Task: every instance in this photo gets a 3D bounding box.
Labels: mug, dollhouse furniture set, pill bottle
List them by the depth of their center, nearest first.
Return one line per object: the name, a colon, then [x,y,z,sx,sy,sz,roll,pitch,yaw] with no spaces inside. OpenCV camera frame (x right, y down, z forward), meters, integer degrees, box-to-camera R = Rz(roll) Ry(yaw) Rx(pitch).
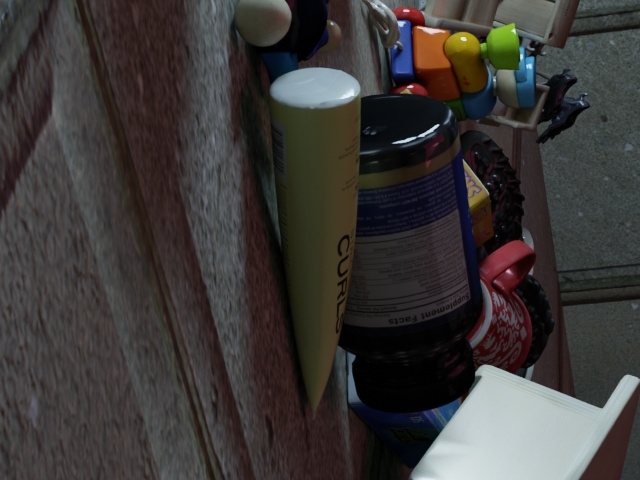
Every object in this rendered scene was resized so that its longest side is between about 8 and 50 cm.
pill bottle: [0.055,0.012,1.367,0.123,0.123,0.219,-73,155,-64]
mug: [0.144,0.064,1.829,0.169,0.113,0.150,31,68,-71]
dollhouse furniture set: [0.136,-0.300,2.140,0.355,0.174,0.303,3,107,-52]

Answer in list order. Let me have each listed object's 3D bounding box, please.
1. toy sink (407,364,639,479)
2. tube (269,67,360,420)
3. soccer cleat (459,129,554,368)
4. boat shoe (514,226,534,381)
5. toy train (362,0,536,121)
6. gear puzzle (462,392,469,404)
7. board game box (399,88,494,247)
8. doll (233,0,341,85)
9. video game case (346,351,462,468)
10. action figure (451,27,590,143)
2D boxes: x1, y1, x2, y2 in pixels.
toy sink: [0.165,0.211,1.578,0.234,0.131,0.152,-46,150,-46]
tube: [0.000,0.000,1.263,0.070,0.062,0.240,-24,128,-34]
soccer cleat: [0.162,0.011,1.986,0.108,0.116,0.318,-53,139,-31]
boat shoe: [0.234,0.093,2.402,0.081,0.069,0.227,-15,-107,61]
toy train: [0.134,-0.187,1.821,0.248,0.143,0.105,58,28,-67]
gear puzzle: [0.160,0.281,2.003,0.175,0.044,0.339,-11,93,-77]
board game box: [0.113,-0.064,1.736,0.124,0.039,0.259,53,2,11]
doll: [-0.019,-0.152,1.268,0.189,0.046,0.129,-31,128,-77]
video game case: [0.074,0.053,1.609,0.269,0.061,0.244,54,30,-68]
action figure: [0.232,-0.263,2.411,0.275,0.141,0.164,60,13,18]
